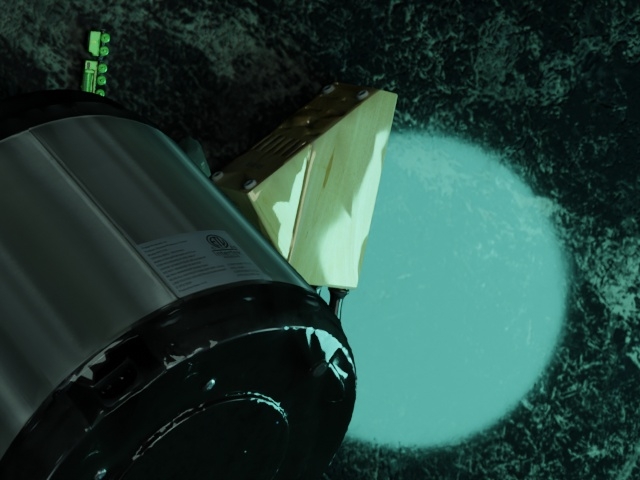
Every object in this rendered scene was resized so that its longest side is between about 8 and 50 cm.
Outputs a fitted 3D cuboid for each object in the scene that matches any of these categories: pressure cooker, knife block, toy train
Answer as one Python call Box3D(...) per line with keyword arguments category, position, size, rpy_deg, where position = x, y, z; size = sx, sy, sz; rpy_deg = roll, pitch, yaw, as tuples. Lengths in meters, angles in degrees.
Box3D(category="pressure cooker", position=(-0.214, 0.074, 1.531), size=(0.375, 0.420, 0.370), rpy_deg=(-45, 148, 1))
Box3D(category="knife block", position=(0.000, 0.000, 1.838), size=(0.276, 0.088, 0.242), rpy_deg=(-40, 120, -21))
Box3D(category="toy train", position=(-0.221, -0.165, 1.699), size=(0.024, 0.017, 0.083), rpy_deg=(4, 98, -24))
